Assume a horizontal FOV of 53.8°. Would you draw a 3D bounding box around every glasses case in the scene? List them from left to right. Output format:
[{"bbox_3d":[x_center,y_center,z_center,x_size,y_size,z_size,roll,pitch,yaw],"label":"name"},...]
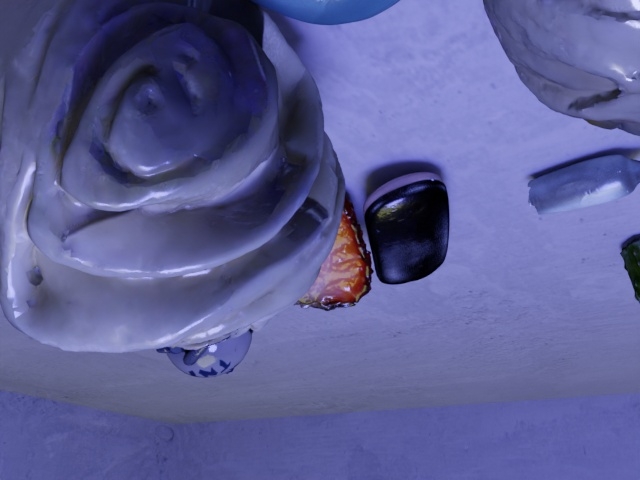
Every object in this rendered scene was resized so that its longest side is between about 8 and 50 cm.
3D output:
[{"bbox_3d":[0.132,-0.008,0.960,0.121,0.075,0.314,-18,154,2],"label":"glasses case"}]

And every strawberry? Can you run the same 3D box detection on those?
[{"bbox_3d":[0.000,0.000,0.992,0.190,0.111,0.237,13,132,0],"label":"strawberry"}]

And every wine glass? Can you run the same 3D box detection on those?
[{"bbox_3d":[0.390,-0.085,0.804,0.262,0.074,0.074,-15,151,37],"label":"wine glass"}]

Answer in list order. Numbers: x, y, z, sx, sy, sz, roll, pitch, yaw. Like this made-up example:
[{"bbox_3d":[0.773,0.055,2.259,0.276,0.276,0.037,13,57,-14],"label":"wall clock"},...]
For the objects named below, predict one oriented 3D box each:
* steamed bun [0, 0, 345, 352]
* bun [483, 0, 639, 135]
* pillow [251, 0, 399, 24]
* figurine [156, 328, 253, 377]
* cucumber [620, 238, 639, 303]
[{"bbox_3d":[-0.130,-0.081,0.522,0.394,0.347,0.237,36,148,-18],"label":"steamed bun"},{"bbox_3d":[0.286,-0.182,0.410,0.364,0.220,0.365,4,159,1],"label":"bun"},{"bbox_3d":[0.005,-0.253,0.435,0.214,0.086,0.233,18,150,-21],"label":"pillow"},{"bbox_3d":[-0.264,0.175,1.291,0.260,0.186,0.382,1,161,14],"label":"figurine"},{"bbox_3d":[0.583,0.108,1.014,0.134,0.245,0.134,-3,153,-2],"label":"cucumber"}]
